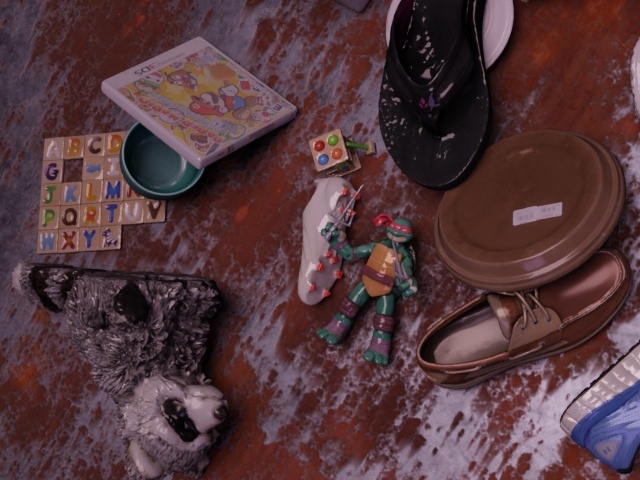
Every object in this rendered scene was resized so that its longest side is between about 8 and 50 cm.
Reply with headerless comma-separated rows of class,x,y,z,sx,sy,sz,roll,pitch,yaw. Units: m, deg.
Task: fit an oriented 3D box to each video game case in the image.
video game case,-0.186,-0.217,2.091,0.227,0.026,0.206,39,50,25

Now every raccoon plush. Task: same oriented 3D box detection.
raccoon plush,-0.300,0.196,2.079,0.446,0.216,0.299,7,95,53

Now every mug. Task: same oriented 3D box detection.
mug,-0.235,-0.123,2.120,0.158,0.097,0.129,19,80,-11

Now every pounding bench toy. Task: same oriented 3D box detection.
pounding bench toy,0.035,-0.135,2.033,0.083,0.065,0.052,-22,71,16

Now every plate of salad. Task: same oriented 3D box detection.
plate of salad,0.193,-0.322,2.019,0.200,0.048,0.199,-5,77,23

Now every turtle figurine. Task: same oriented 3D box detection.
turtle figurine,0.083,0.049,1.946,0.175,0.118,0.234,26,105,40

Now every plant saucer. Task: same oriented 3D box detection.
plant saucer,0.278,-0.052,1.863,0.278,0.041,0.278,-18,45,19

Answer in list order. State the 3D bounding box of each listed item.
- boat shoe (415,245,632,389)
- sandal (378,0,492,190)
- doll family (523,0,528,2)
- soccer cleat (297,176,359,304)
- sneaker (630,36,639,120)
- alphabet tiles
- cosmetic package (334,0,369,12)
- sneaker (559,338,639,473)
boat shoe,0.273,0.107,1.852,0.324,0.116,0.123,-32,68,13
sandal,0.157,-0.294,1.941,0.168,0.107,0.445,-1,78,26
doll family,0.313,-0.442,1.981,0.111,0.076,0.193,-38,71,32
soccer cleat,0.000,0.000,2.023,0.076,0.068,0.196,11,81,40
sneaker,0.490,-0.263,1.865,0.115,0.090,0.232,7,82,20
alphabet tiles,-0.354,-0.080,2.213,0.237,0.009,0.198,-4,77,22
cosmetic package,-0.010,-0.620,2.016,0.327,0.329,0.393,34,91,24
sneaker,0.474,0.175,1.768,0.330,0.130,0.147,-44,80,11
